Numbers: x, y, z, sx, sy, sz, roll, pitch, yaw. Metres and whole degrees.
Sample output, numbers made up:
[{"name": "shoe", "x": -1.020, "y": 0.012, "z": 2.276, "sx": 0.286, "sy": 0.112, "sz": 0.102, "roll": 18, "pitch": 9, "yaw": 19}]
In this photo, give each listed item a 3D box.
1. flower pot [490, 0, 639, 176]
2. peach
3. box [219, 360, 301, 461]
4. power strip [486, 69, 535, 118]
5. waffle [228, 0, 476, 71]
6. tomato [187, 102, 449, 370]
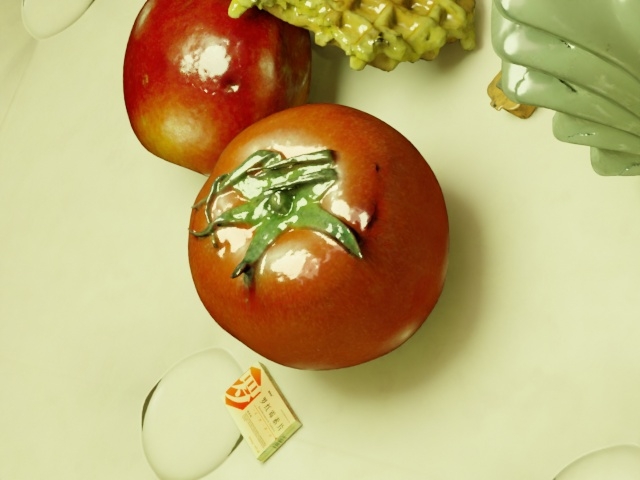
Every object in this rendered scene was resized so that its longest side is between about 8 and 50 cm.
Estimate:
[{"name": "flower pot", "x": 0.287, "y": -0.171, "z": 1.309, "sx": 0.254, "sy": 0.367, "sz": 0.165, "roll": -8, "pitch": 66, "yaw": 36}, {"name": "peach", "x": -0.106, "y": -0.186, "z": 1.717, "sx": 0.243, "sy": 0.199, "sz": 0.243, "roll": -172, "pitch": 90, "yaw": -68}, {"name": "box", "x": -0.061, "y": 0.173, "z": 1.633, "sx": 0.058, "sy": 0.015, "sz": 0.093, "roll": -45, "pitch": 49, "yaw": 11}, {"name": "power strip", "x": 0.234, "y": -0.195, "z": 1.593, "sx": 0.178, "sy": 0.028, "sz": 0.049, "roll": -51, "pitch": 47, "yaw": 4}, {"name": "waffle", "x": 0.018, "y": -0.281, "z": 1.668, "sx": 0.058, "sy": 0.300, "sz": 0.282, "roll": 111, "pitch": 166, "yaw": -46}, {"name": "tomato", "x": 0.000, "y": 0.000, "z": 1.536, "sx": 0.255, "sy": 0.224, "sz": 0.256, "roll": -15, "pitch": 58, "yaw": 26}]
